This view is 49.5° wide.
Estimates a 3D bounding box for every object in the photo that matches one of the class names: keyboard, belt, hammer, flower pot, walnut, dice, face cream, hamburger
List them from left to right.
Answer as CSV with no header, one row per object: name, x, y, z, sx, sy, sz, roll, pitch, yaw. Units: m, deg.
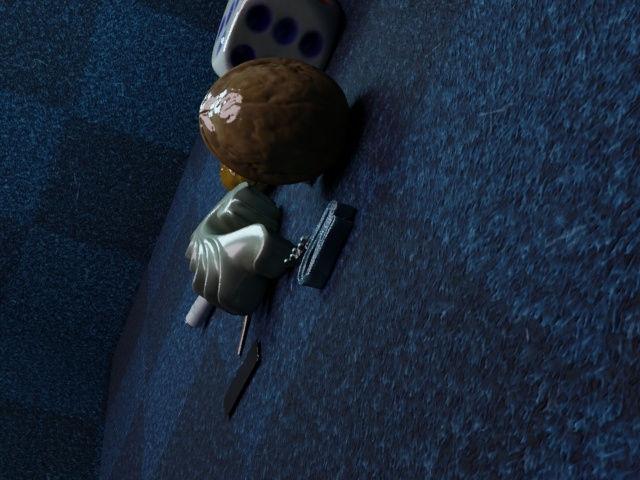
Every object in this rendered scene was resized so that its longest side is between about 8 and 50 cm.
face cream,-0.332,0.161,2.101,0.243,0.058,0.092,-57,18,19
flower pot,-0.199,0.027,1.677,0.254,0.164,0.367,-49,28,12
keyboard,-0.180,0.320,1.592,0.196,0.015,0.074,-62,25,25
hammer,-0.180,0.193,1.707,0.062,0.017,0.182,-27,49,64
hamburger,-0.186,-0.213,1.913,0.283,0.144,0.156,-44,33,49
walnut,-0.098,-0.246,1.453,0.277,0.313,0.252,-122,37,-57
dice,-0.125,-0.559,1.881,0.304,0.277,0.304,-59,21,25
belt,0.004,0.001,1.324,0.179,0.065,0.100,-62,29,18

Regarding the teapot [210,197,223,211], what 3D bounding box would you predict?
teapot,-0.293,-0.070,2.140,0.087,0.096,0.177,-58,24,33

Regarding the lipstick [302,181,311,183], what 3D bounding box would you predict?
lipstick,-0.021,-0.201,1.606,0.040,0.040,0.141,7,79,70
